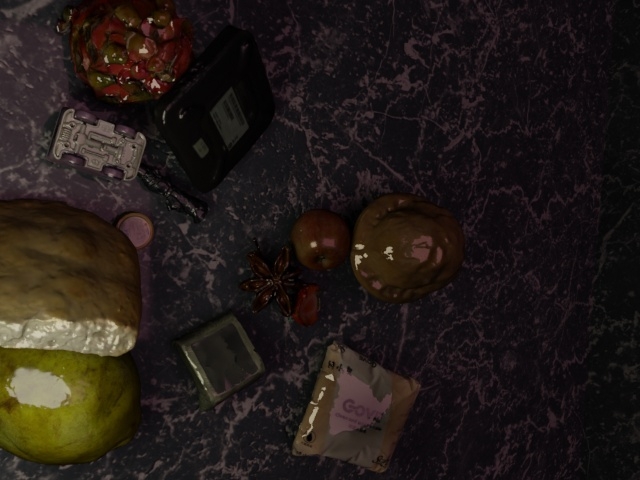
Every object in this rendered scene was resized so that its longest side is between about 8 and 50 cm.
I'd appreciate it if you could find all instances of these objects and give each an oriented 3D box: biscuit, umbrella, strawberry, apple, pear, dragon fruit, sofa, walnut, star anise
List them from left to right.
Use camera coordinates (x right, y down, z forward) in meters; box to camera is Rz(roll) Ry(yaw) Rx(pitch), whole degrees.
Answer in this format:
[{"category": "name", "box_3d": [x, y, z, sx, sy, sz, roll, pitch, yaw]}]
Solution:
[{"category": "biscuit", "box_3d": [-0.595, 0.060, 1.219, 0.430, 0.446, 0.104, 13, 128, -19]}, {"category": "pear", "box_3d": [-0.595, 0.329, 1.277, 0.352, 0.352, 0.413, -49, 123, -20]}, {"category": "dragon fruit", "box_3d": [-0.424, -0.480, 1.349, 0.314, 0.263, 0.295, -24, 108, -30]}, {"category": "umbrella", "box_3d": [-0.409, -0.126, 1.521, 0.071, 0.080, 0.224, -42, 119, 16]}, {"category": "sofa", "box_3d": [-0.299, 0.349, 1.637, 0.210, 0.176, 0.225, -30, 82, -29]}, {"category": "star anise", "box_3d": [-0.136, 0.118, 1.686, 0.190, 0.126, 0.220, 16, 91, 8]}, {"category": "strawberry", "box_3d": [-0.054, 0.208, 1.761, 0.187, 0.082, 0.146, -28, 114, -70]}, {"category": "apple", "box_3d": [0.000, 0.000, 1.731, 0.188, 0.188, 0.173, 34, 35, -32]}, {"category": "walnut", "box_3d": [0.281, 0.023, 1.824, 0.384, 0.384, 0.383, -4, 97, -34]}]

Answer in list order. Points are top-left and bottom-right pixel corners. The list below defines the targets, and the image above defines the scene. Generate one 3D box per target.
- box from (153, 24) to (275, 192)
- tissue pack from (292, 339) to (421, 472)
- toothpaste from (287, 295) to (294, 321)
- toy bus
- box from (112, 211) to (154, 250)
[{"category": "box", "box_3d": [-0.262, -0.333, 1.478, 0.350, 0.091, 0.359, -56, 157, -20]}, {"category": "tissue pack", "box_3d": [0.117, 0.567, 1.889, 0.376, 0.195, 0.389, 23, 82, -21]}, {"category": "toothpaste", "box_3d": [-0.098, 0.218, 1.797, 0.020, 0.017, 0.083, -18, 104, -33]}, {"category": "toy bus", "box_3d": [-0.542, -0.230, 1.367, 0.203, 0.142, 0.141, 18, 85, -34]}, {"category": "box", "box_3d": [-0.495, -0.024, 1.485, 0.106, 0.037, 0.105, -5, 98, -34]}]
